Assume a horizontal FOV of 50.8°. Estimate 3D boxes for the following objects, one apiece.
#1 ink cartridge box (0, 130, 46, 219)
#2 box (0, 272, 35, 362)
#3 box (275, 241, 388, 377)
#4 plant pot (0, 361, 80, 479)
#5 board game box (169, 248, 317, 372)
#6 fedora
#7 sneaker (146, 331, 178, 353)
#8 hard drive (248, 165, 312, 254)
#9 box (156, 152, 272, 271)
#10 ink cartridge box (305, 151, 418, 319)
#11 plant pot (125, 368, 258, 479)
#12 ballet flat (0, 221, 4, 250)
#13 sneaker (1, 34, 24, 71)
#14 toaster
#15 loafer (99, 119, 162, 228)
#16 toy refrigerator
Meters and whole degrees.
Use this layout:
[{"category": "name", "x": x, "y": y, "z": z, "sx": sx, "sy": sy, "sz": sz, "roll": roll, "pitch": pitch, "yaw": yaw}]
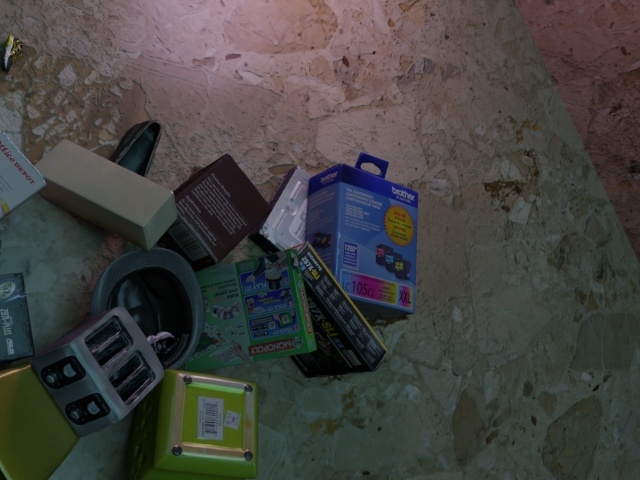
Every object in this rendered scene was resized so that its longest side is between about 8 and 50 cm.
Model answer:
[{"category": "ink cartridge box", "x": -0.591, "y": -0.089, "z": 1.167, "sx": 0.127, "sy": 0.072, "sz": 0.175, "roll": 53, "pitch": 52, "yaw": -15}, {"category": "box", "x": -0.577, "y": 0.146, "z": 1.199, "sx": 0.077, "sy": 0.180, "sz": 0.148, "roll": -7, "pitch": 82, "yaw": -37}, {"category": "box", "x": -0.029, "y": 0.173, "z": 1.562, "sx": 0.322, "sy": 0.257, "sz": 0.079, "roll": 54, "pitch": 51, "yaw": -13}, {"category": "plant pot", "x": -0.541, "y": 0.321, "z": 1.179, "sx": 0.187, "sy": 0.212, "sz": 0.212, "roll": -35, "pitch": 100, "yaw": -50}, {"category": "board game box", "x": -0.177, "y": 0.156, "z": 1.429, "sx": 0.046, "sy": 0.317, "sz": 0.214, "roll": 0, "pitch": 77, "yaw": -68}, {"category": "fedora", "x": -0.370, "y": 0.151, "z": 1.389, "sx": 0.243, "sy": 0.124, "sz": 0.276, "roll": -21, "pitch": 103, "yaw": -36}, {"category": "sneaker", "x": -0.322, "y": 0.205, "z": 1.304, "sx": 0.098, "sy": 0.069, "sz": 0.038, "roll": -26, "pitch": 105, "yaw": -35}, {"category": "hard drive", "x": 0.000, "y": 0.000, "z": 1.754, "sx": 0.339, "sy": 0.064, "sz": 0.237, "roll": 42, "pitch": 57, "yaw": -21}, {"category": "box", "x": -0.256, "y": -0.055, "z": 1.504, "sx": 0.168, "sy": 0.167, "sz": 0.203, "roll": 53, "pitch": 53, "yaw": -14}, {"category": "ink cartridge box", "x": 0.105, "y": -0.019, "z": 1.706, "sx": 0.269, "sy": 0.151, "sz": 0.396, "roll": 16, "pitch": 68, "yaw": -34}, {"category": "plant pot", "x": -0.240, "y": 0.383, "z": 1.316, "sx": 0.227, "sy": 0.207, "sz": 0.228, "roll": 14, "pitch": 49, "yaw": -21}, {"category": "ballet flat", "x": -0.630, "y": -0.011, "z": 1.296, "sx": 0.041, "sy": 0.041, "sz": 0.115, "roll": 6, "pitch": 75, "yaw": -36}, {"category": "sneaker", "x": -0.632, "y": -0.383, "z": 1.387, "sx": 0.035, "sy": 0.031, "sz": 0.083, "roll": 16, "pitch": 69, "yaw": -34}, {"category": "toaster", "x": -0.387, "y": 0.227, "z": 1.201, "sx": 0.168, "sy": 0.110, "sz": 0.186, "roll": 62, "pitch": 29, "yaw": -11}, {"category": "loafer", "x": -0.418, "y": -0.152, "z": 1.458, "sx": 0.096, "sy": 0.084, "sz": 0.268, "roll": 30, "pitch": 62, "yaw": -28}, {"category": "toy refrigerator", "x": -0.429, "y": -0.090, "z": 1.346, "sx": 0.269, "sy": 0.094, "sz": 0.102, "roll": 25, "pitch": 57, "yaw": 12}]
